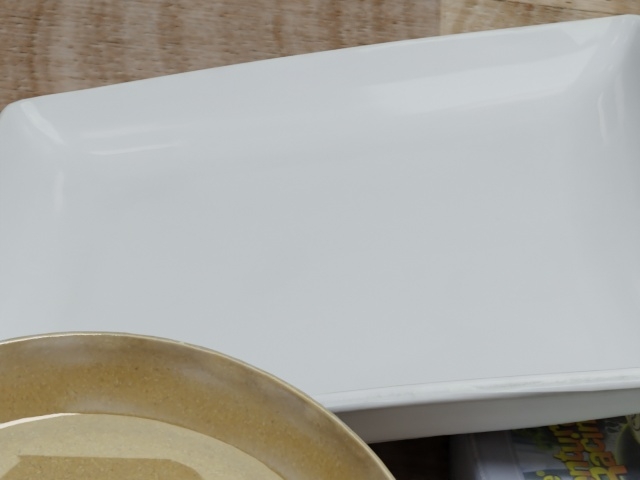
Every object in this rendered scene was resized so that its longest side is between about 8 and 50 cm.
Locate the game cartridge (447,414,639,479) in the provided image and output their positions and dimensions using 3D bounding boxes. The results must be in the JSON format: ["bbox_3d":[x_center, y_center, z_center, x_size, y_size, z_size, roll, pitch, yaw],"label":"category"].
[{"bbox_3d":[0.153,0.108,0.772,0.196,0.060,0.294,-1,29,-6],"label":"game cartridge"}]

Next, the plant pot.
[{"bbox_3d":[-0.076,0.131,0.636,0.236,0.032,0.236,4,48,-4],"label":"plant pot"}]

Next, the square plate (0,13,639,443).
[{"bbox_3d":[0.000,0.000,0.868,0.344,0.049,0.347,-8,28,5],"label":"square plate"}]
